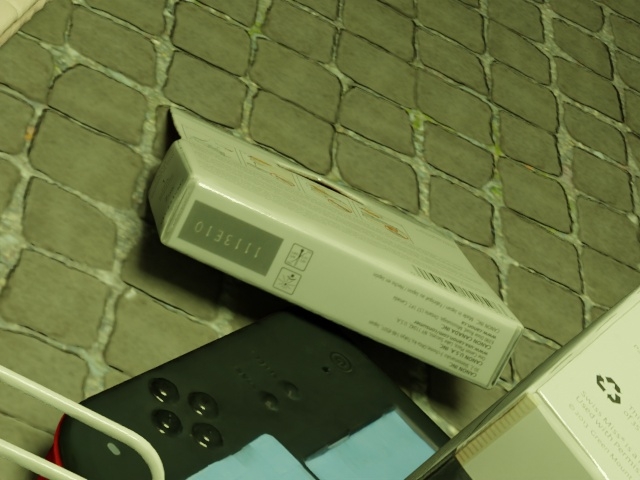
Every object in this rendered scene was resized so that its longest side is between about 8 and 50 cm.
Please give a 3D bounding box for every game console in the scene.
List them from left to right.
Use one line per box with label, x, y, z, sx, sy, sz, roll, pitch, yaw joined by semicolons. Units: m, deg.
game console;0.036;0.213;1.177;0.386;0.060;0.342;45;34;14

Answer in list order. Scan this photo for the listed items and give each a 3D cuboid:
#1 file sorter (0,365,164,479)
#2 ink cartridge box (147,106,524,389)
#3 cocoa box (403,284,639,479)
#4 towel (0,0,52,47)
file sorter;-0.189;0.188;0.843;0.193;0.173;0.278;28;19;-10
ink cartridge box;0.000;0.000;1.422;0.275;0.060;0.239;25;10;-15
cocoa box;0.192;0.237;1.025;0.347;0.228;0.231;51;32;7
towel;-0.386;-0.217;1.358;0.332;0.053;0.317;32;34;-4
